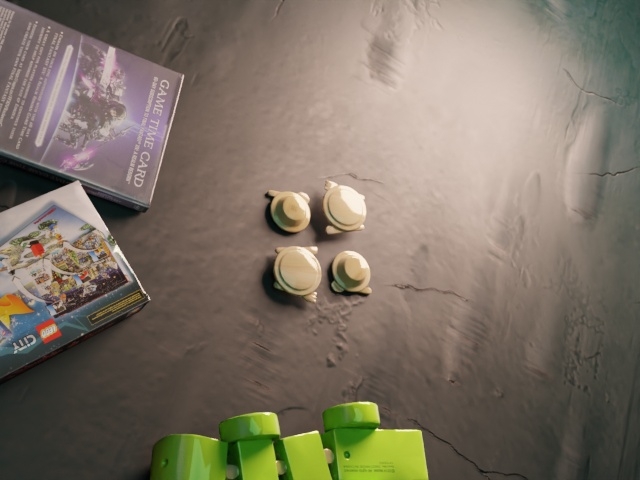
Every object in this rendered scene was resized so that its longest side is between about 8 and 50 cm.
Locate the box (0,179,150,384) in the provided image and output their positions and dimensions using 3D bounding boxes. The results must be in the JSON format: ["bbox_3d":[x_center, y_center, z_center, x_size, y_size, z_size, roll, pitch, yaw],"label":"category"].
[{"bbox_3d":[-0.320,0.052,1.034,0.233,0.044,0.159,-28,84,-34],"label":"box"}]

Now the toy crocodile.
[{"bbox_3d":[-0.022,0.250,1.087,0.340,0.105,0.115,2,68,-33],"label":"toy crocodile"}]

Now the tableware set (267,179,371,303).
[{"bbox_3d":[0.000,0.000,1.246,0.141,0.020,0.169,4,69,-25],"label":"tableware set"}]

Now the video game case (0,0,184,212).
[{"bbox_3d":[-0.309,-0.165,1.146,0.274,0.026,0.196,21,61,-21],"label":"video game case"}]
